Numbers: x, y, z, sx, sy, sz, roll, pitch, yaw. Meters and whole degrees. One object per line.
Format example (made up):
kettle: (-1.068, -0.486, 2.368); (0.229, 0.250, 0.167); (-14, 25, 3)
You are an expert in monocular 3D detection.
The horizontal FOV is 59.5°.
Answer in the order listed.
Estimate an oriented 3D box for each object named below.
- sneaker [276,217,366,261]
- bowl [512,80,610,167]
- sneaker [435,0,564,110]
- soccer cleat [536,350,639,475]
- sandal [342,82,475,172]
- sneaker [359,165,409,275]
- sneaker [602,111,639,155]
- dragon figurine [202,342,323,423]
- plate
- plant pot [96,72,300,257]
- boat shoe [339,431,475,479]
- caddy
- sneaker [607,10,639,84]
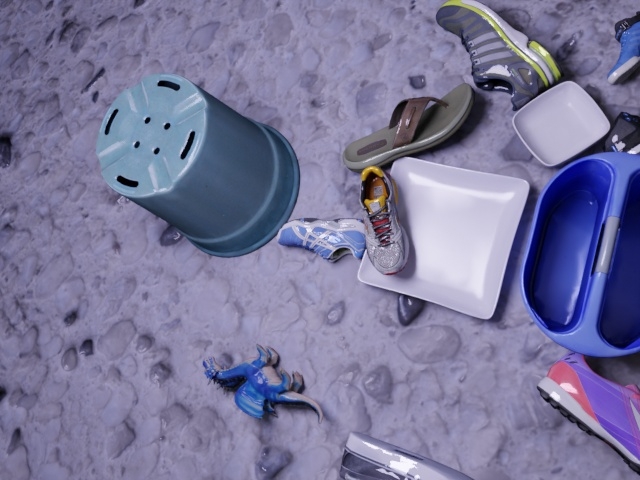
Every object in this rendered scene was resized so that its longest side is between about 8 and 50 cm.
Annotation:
sneaker: (0.000, 0.000, 1.184); (0.211, 0.080, 0.081); (-2, 73, 22)
bowl: (0.456, -0.214, 1.068); (0.142, 0.053, 0.142); (-33, 65, 14)
sneaker: (0.337, -0.382, 1.136); (0.121, 0.111, 0.300); (-48, 63, 9)
soccer cleat: (0.512, 0.303, 0.893); (0.318, 0.108, 0.116); (39, 89, 28)
sandal: (0.174, -0.236, 1.149); (0.302, 0.086, 0.120); (-25, 37, 16)
sneaker: (0.113, -0.041, 1.094); (0.087, 0.092, 0.226); (-16, 72, 17)
sneaker: (0.604, -0.209, 0.997); (0.217, 0.079, 0.121); (-41, 65, 8)
dragon figurine: (-0.117, 0.313, 1.148); (0.289, 0.085, 0.144); (37, 92, 26)
plate: (0.241, -0.011, 1.110); (0.277, 0.045, 0.278); (15, 83, 25)
plant pot: (-0.263, -0.162, 1.191); (0.340, 0.334, 0.342); (-5, 76, 20)
boat shoe: (0.170, 0.441, 0.991); (0.301, 0.108, 0.102); (14, 82, 27)
caddy: (0.474, 0.025, 0.936); (0.241, 0.179, 0.342); (13, 82, 25)
sneaker: (0.578, -0.368, 1.058); (0.152, 0.058, 0.084); (-44, 71, 1)
